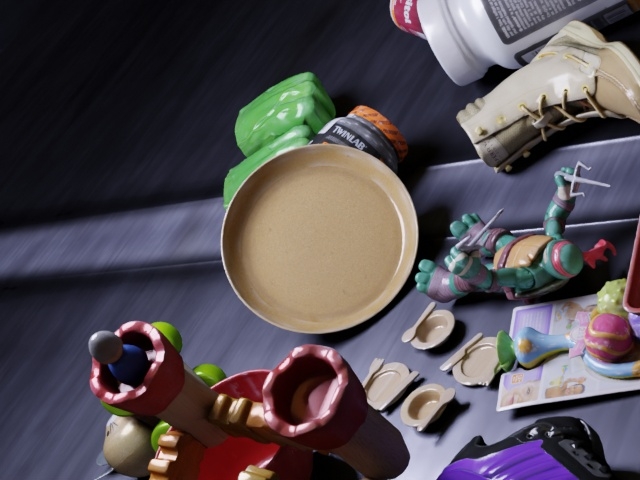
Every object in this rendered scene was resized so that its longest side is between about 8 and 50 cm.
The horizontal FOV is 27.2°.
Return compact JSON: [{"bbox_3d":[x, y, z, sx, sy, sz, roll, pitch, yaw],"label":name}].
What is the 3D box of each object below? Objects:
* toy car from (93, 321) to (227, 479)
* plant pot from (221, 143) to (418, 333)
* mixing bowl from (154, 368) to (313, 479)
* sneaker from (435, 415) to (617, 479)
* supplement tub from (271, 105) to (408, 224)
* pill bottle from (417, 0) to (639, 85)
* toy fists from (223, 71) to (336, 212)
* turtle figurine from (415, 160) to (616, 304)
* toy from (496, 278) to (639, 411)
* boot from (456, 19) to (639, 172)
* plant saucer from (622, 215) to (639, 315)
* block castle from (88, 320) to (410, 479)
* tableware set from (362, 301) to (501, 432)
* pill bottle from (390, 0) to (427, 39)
[{"bbox_3d":[-0.219,0.216,1.536,0.188,0.149,0.155,-45,6,23],"label":"toy car"},{"bbox_3d":[0.000,0.000,1.572,0.236,0.032,0.236,-3,71,8],"label":"plant pot"},{"bbox_3d":[-0.075,0.235,1.382,0.181,0.098,0.181,-27,32,19],"label":"mixing bowl"},{"bbox_3d":[0.211,0.212,1.108,0.293,0.102,0.146,-1,46,46],"label":"sneaker"},{"bbox_3d":[0.018,-0.075,1.684,0.190,0.117,0.117,-48,32,-16],"label":"supplement tub"},{"bbox_3d":[0.276,-0.318,1.696,0.278,0.162,0.162,-25,33,21],"label":"pill bottle"},{"bbox_3d":[-0.045,-0.129,1.849,0.142,0.096,0.279,-32,31,29],"label":"toy fists"},{"bbox_3d":[0.203,0.010,1.375,0.175,0.118,0.234,-30,8,-28],"label":"turtle figurine"},{"bbox_3d":[0.275,0.082,1.262,0.237,0.056,0.137,-16,38,32],"label":"toy"},{"bbox_3d":[0.275,-0.149,1.534,0.203,0.095,0.262,-36,29,2],"label":"boot"},{"bbox_3d":[0.426,-0.018,1.209,0.258,0.047,0.259,-3,45,27],"label":"plant saucer"},{"bbox_3d":[-0.133,0.301,1.128,0.303,0.213,0.453,4,62,37],"label":"block castle"},{"bbox_3d":[0.114,0.137,1.393,0.141,0.020,0.169,-46,31,-14],"label":"tableware set"},{"bbox_3d":[0.169,-0.327,1.895,0.086,0.086,0.152,-42,31,-7],"label":"pill bottle"}]
